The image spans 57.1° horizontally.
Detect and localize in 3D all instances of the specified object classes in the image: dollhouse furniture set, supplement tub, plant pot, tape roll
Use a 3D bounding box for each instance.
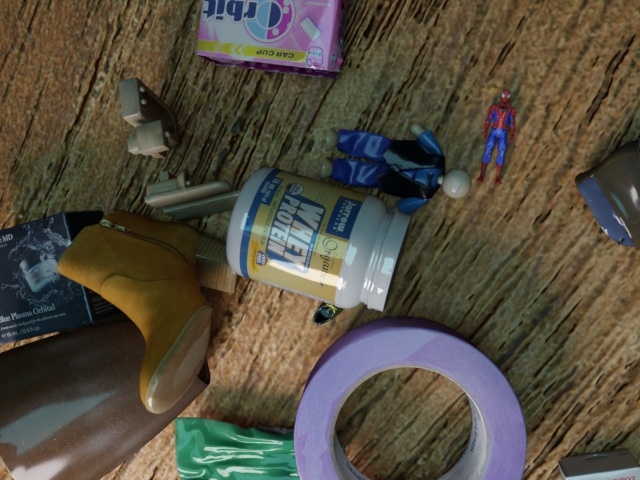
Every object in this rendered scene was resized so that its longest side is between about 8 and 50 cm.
[{"bbox_3d":[-0.164,-0.124,0.767,0.123,0.144,0.151,-12,78,8],"label":"dollhouse furniture set"},{"bbox_3d":[0.000,0.000,0.727,0.199,0.144,0.144,16,98,10],"label":"supplement tub"},{"bbox_3d":[-0.275,0.195,0.788,0.230,0.215,0.215,-26,89,-1],"label":"plant pot"},{"bbox_3d":[0.106,0.237,0.732,0.274,0.090,0.275,0,91,4],"label":"tape roll"}]

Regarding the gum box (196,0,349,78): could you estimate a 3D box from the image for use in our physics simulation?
[{"bbox_3d":[-0.056,-0.276,0.756,0.188,0.062,0.107,10,97,12],"label":"gum box"}]

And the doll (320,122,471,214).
[{"bbox_3d":[0.097,-0.087,0.750,0.188,0.046,0.129,13,107,9],"label":"doll"}]

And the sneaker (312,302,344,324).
[{"bbox_3d":[0.022,0.087,0.786,0.031,0.035,0.083,43,102,5],"label":"sneaker"}]

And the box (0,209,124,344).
[{"bbox_3d":[-0.384,0.051,0.842,0.155,0.093,0.158,-14,91,13],"label":"box"}]

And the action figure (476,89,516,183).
[{"bbox_3d":[0.221,-0.129,0.730,0.038,0.030,0.115,10,95,16],"label":"action figure"}]

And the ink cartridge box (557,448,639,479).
[{"bbox_3d":[0.357,0.331,0.728,0.088,0.052,0.123,-15,90,13],"label":"ink cartridge box"}]

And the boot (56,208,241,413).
[{"bbox_3d":[-0.229,0.069,0.720,0.211,0.295,0.104,15,123,3],"label":"boot"}]

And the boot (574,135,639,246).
[{"bbox_3d":[0.396,-0.017,0.692,0.106,0.082,0.219,-27,99,38],"label":"boot"}]

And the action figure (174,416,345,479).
[{"bbox_3d":[-0.080,0.302,0.814,0.232,0.063,0.137,-5,92,6],"label":"action figure"}]
